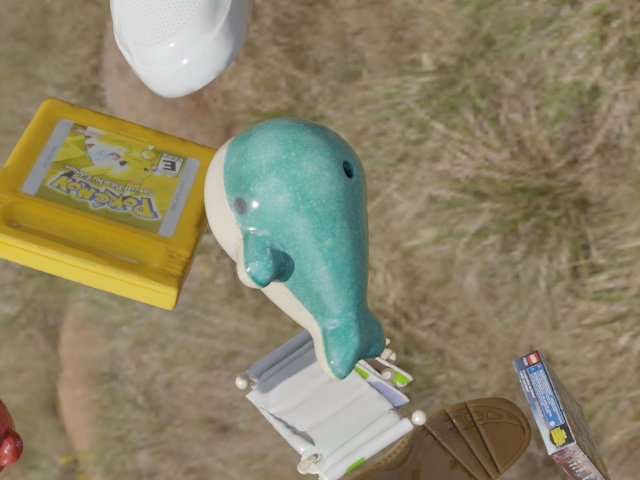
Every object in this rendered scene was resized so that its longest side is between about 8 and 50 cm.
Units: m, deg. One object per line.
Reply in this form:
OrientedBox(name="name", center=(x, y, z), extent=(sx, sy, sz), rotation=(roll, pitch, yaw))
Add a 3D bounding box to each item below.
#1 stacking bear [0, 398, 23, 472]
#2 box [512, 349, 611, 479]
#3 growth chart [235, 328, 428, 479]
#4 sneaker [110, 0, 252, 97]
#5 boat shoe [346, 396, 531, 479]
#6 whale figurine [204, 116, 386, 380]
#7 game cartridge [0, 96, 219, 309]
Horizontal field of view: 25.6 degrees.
OrientedBox(name="stacking bear", center=(-0.373, 0.101, 1.255), extent=(0.289, 0.175, 0.164), rotation=(54, 168, 17))
OrientedBox(name="box", center=(0.214, 0.164, 1.228), extent=(0.027, 0.137, 0.094), rotation=(-26, 55, 13))
OrientedBox(name="growth chart", center=(0.012, 0.161, 1.490), extent=(0.237, 0.172, 0.021), rotation=(46, 160, 53))
OrientedBox(name="sneaker", center=(-0.141, -0.232, 0.959), extent=(0.108, 0.169, 0.292), rotation=(-32, 43, 13))
OrientedBox(name="boat shoe", center=(0.115, 0.275, 1.648), extent=(0.105, 0.285, 0.089), rotation=(60, 165, 15))
OrientedBox(name="whale figurine", center=(0.000, 0.000, 1.430), extent=(0.141, 0.216, 0.272), rotation=(-28, 86, 33))
OrientedBox(name="game cartridge", center=(-0.289, -0.058, 1.895), extent=(0.324, 0.285, 0.053), rotation=(-76, 4, -55))
